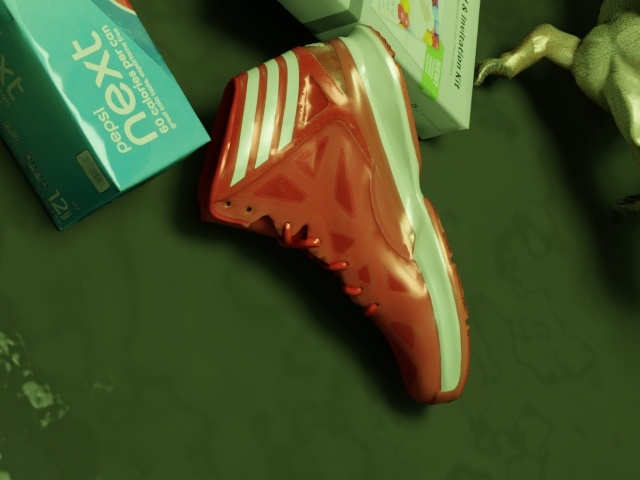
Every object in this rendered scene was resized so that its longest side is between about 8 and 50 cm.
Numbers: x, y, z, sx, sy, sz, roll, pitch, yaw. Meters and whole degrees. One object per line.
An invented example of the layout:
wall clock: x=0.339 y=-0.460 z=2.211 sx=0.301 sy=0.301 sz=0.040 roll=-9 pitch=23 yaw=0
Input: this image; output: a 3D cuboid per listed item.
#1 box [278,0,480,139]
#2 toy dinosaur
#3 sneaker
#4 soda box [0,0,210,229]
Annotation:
box: x=0.035 y=-0.168 z=1.005 sx=0.186 sy=0.038 sz=0.145 roll=40 pitch=48 yaw=-46
toy dinosaur: x=0.231 y=-0.128 z=1.105 sx=0.200 sy=0.127 sz=0.295 roll=37 pitch=62 yaw=-21
sneaker: x=0.000 y=0.000 z=0.942 sx=0.128 sy=0.087 sz=0.221 roll=-17 pitch=97 yaw=-10
soda box: x=-0.149 y=-0.117 z=0.863 sx=0.071 sy=0.067 sz=0.210 roll=-33 pitch=94 yaw=-41
